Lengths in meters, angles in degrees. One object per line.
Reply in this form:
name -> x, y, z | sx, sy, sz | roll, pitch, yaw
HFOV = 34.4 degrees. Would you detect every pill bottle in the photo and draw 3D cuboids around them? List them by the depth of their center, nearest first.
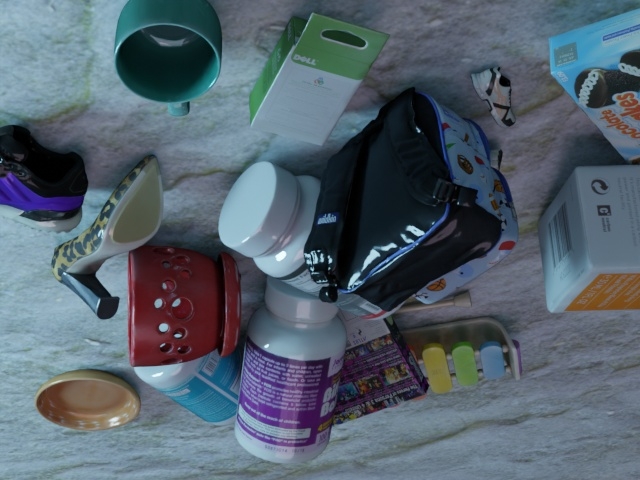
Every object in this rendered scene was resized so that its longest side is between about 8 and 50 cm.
pill bottle -> 0.000, 0.000, 1.540 | 0.283, 0.161, 0.161 | 27, 132, -32
pill bottle -> -0.046, 0.204, 1.720 | 0.169, 0.169, 0.301 | 4, 113, -10
pill bottle -> -0.199, 0.236, 1.831 | 0.146, 0.146, 0.264 | -23, 137, 22

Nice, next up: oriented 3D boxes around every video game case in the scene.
video game case -> 0.042, 0.210, 1.810 | 0.232, 0.042, 0.210 | -25, 100, 25

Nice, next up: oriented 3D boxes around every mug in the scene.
mug -> -0.192, -0.240, 1.273 | 0.130, 0.097, 0.158 | 18, 137, -26

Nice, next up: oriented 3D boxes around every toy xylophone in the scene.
toy xylophone -> 0.197, 0.203, 1.874 | 0.323, 0.081, 0.236 | -15, 140, 14

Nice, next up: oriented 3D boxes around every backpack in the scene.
backpack -> 0.132, -0.060, 1.397 | 0.213, 0.263, 0.277 | 24, 136, -38

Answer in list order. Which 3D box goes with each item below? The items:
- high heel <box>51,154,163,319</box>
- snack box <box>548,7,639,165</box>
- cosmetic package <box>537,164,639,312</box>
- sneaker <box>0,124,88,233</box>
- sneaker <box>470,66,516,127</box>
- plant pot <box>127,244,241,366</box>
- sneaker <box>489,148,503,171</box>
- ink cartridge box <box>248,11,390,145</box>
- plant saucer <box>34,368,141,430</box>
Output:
high heel -> -0.331, -0.034, 1.557 | 0.093, 0.186, 0.261 | 10, 108, -44
snack box -> 0.448, -0.193, 1.349 | 0.187, 0.060, 0.322 | -14, 152, 32
cosmetic package -> 0.580, 0.000, 1.543 | 0.454, 0.161, 0.230 | -2, 160, -3
sneaker -> -0.464, -0.106, 1.428 | 0.294, 0.102, 0.146 | 8, 136, -22
sneaker -> 0.247, -0.195, 1.412 | 0.044, 0.040, 0.109 | -24, 138, 21
plant pot -> -0.217, 0.104, 1.630 | 0.174, 0.191, 0.191 | 1, 141, -11
sneaker -> 0.225, -0.082, 1.551 | 0.073, 0.063, 0.162 | 13, 137, 7
ink cartridge box -> -0.006, -0.222, 1.338 | 0.109, 0.062, 0.209 | 13, 138, -20
plant saucer -> -0.445, 0.303, 1.982 | 0.200, 0.037, 0.200 | -2, 141, -2
